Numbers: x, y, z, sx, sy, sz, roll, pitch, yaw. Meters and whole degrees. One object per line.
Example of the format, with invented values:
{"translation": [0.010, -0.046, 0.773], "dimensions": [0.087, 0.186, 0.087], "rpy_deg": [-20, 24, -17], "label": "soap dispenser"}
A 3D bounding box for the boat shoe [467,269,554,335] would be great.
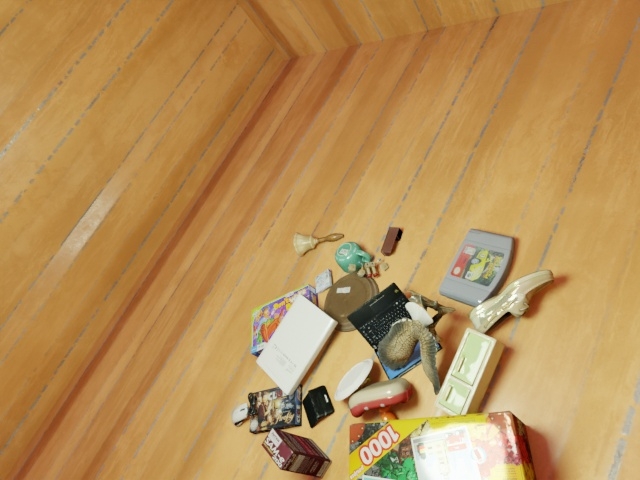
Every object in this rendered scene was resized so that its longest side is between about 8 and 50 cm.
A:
{"translation": [0.636, 0.207, 1.360], "dimensions": [0.302, 0.109, 0.098], "rpy_deg": [-39, 52, 21], "label": "boat shoe"}

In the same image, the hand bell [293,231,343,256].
{"translation": [0.000, 0.000, 2.075], "dimensions": [0.242, 0.126, 0.126], "rpy_deg": [-10, 53, 19], "label": "hand bell"}

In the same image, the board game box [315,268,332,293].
{"translation": [0.014, 0.192, 1.944], "dimensions": [0.090, 0.020, 0.090], "rpy_deg": [-36, 39, 31], "label": "board game box"}

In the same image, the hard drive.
{"translation": [-0.104, 0.430, 1.751], "dimensions": [0.233, 0.047, 0.353], "rpy_deg": [31, 89, 41], "label": "hard drive"}

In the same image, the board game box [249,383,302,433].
{"translation": [-0.186, 0.699, 1.727], "dimensions": [0.243, 0.042, 0.165], "rpy_deg": [-23, 47, 26], "label": "board game box"}

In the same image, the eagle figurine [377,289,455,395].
{"translation": [0.339, 0.343, 1.407], "dimensions": [0.226, 0.225, 0.298], "rpy_deg": [172, 122, -86], "label": "eagle figurine"}

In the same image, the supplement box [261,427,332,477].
{"translation": [-0.080, 0.746, 1.454], "dimensions": [0.130, 0.239, 0.073], "rpy_deg": [25, 78, 48], "label": "supplement box"}

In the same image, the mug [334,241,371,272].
{"translation": [0.141, 0.063, 1.875], "dimensions": [0.157, 0.097, 0.129], "rpy_deg": [-29, 37, 16], "label": "mug"}

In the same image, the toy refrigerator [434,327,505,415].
{"translation": [0.471, 0.425, 1.313], "dimensions": [0.102, 0.094, 0.270], "rpy_deg": [21, 83, 46], "label": "toy refrigerator"}

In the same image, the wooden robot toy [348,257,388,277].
{"translation": [0.204, 0.132, 1.804], "dimensions": [0.173, 0.079, 0.076], "rpy_deg": [-7, 68, -8], "label": "wooden robot toy"}

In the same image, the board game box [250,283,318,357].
{"translation": [-0.167, 0.377, 1.927], "dimensions": [0.347, 0.078, 0.233], "rpy_deg": [-27, 46, 22], "label": "board game box"}

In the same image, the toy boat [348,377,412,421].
{"translation": [0.215, 0.575, 1.434], "dimensions": [0.231, 0.151, 0.151], "rpy_deg": [-23, 76, 26], "label": "toy boat"}

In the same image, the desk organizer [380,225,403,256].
{"translation": [0.314, 0.006, 1.824], "dimensions": [0.050, 0.047, 0.130], "rpy_deg": [6, 64, 40], "label": "desk organizer"}

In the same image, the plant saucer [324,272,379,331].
{"translation": [0.124, 0.259, 1.800], "dimensions": [0.277, 0.041, 0.278], "rpy_deg": [-23, 47, 27], "label": "plant saucer"}

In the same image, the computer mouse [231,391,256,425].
{"translation": [-0.337, 0.738, 1.784], "dimensions": [0.193, 0.042, 0.106], "rpy_deg": [-49, 34, 29], "label": "computer mouse"}

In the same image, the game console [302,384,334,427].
{"translation": [-0.010, 0.654, 1.637], "dimensions": [0.107, 0.071, 0.122], "rpy_deg": [-17, 43, -10], "label": "game console"}

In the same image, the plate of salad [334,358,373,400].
{"translation": [0.129, 0.521, 1.539], "dimensions": [0.200, 0.048, 0.200], "rpy_deg": [-46, 1, 1], "label": "plate of salad"}

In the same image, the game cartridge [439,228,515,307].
{"translation": [0.584, 0.099, 1.523], "dimensions": [0.196, 0.060, 0.294], "rpy_deg": [19, 73, 42], "label": "game cartridge"}

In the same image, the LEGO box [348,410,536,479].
{"translation": [0.337, 0.711, 1.164], "dimensions": [0.500, 0.193, 0.373], "rpy_deg": [-20, 49, 29], "label": "LEGO box"}

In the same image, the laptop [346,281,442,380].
{"translation": [0.267, 0.339, 1.544], "dimensions": [0.234, 0.264, 0.136], "rpy_deg": [-38, 6, 10], "label": "laptop"}
